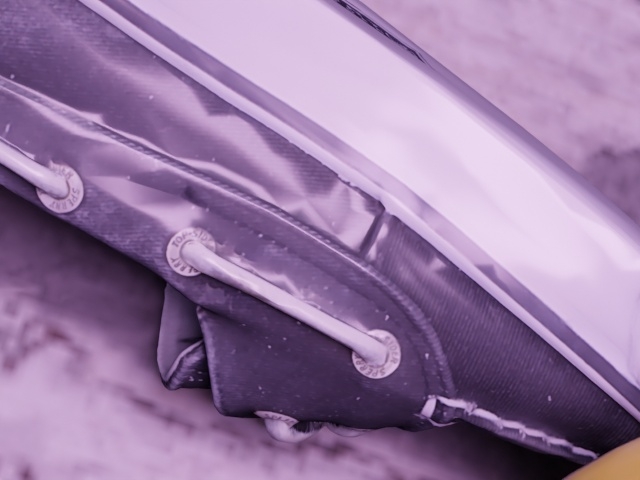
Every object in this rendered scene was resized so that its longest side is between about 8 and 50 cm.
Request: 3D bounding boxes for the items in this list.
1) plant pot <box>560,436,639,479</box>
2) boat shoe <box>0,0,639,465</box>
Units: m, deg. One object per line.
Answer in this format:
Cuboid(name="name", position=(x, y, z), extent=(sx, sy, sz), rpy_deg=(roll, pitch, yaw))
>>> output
Cuboid(name="plant pot", position=(0.136, 0.163, 0.408), extent=(0.254, 0.254, 0.239), rpy_deg=(-5, 61, -18))
Cuboid(name="boat shoe", position=(0.000, 0.000, 0.483), extent=(0.301, 0.108, 0.102), rpy_deg=(35, 100, -18))
